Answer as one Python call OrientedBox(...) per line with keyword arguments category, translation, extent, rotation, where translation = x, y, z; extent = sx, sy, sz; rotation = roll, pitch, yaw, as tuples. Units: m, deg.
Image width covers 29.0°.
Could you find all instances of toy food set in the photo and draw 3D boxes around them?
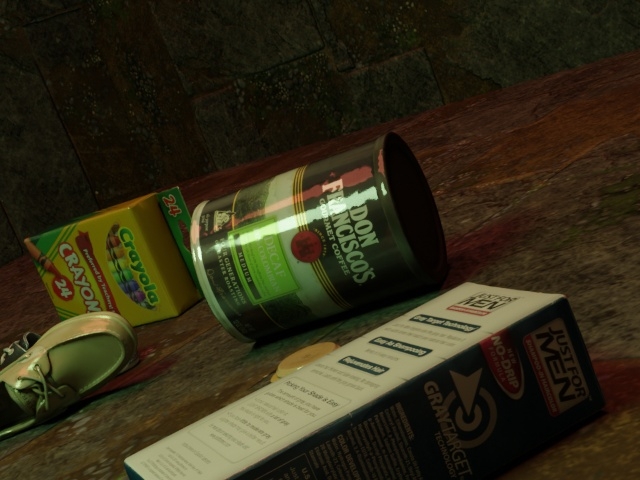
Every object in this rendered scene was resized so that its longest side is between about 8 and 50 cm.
OrientedBox(category="toy food set", translation=(-0.013, 0.140, 1.407), extent=(0.083, 0.020, 0.083), rotation=(-30, 13, -40))

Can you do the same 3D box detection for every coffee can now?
OrientedBox(category="coffee can", translation=(0.000, 0.000, 1.598), extent=(0.275, 0.201, 0.201), rotation=(-19, 11, 19))

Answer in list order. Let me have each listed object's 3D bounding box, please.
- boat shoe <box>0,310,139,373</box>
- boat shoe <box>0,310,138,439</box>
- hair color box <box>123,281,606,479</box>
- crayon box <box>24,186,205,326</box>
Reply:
OrientedBox(category="boat shoe", translation=(-0.421, 0.185, 1.812), extent=(0.301, 0.102, 0.108), rotation=(-20, 10, 9))
OrientedBox(category="boat shoe", translation=(-0.380, 0.198, 1.668), extent=(0.302, 0.109, 0.098), rotation=(-27, 19, 14))
OrientedBox(category="hair color box", translation=(0.034, 0.155, 0.991), extent=(0.347, 0.105, 0.174), rotation=(-26, 11, -18))
OrientedBox(category="crayon box", translation=(-0.335, 0.043, 2.083), extent=(0.319, 0.202, 0.081), rotation=(-16, 13, 36))
